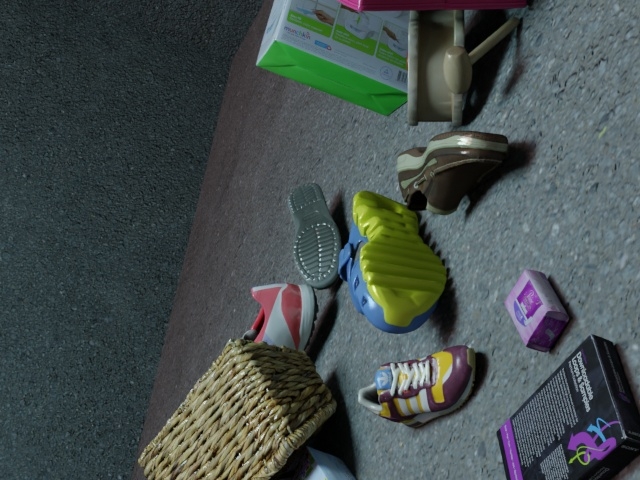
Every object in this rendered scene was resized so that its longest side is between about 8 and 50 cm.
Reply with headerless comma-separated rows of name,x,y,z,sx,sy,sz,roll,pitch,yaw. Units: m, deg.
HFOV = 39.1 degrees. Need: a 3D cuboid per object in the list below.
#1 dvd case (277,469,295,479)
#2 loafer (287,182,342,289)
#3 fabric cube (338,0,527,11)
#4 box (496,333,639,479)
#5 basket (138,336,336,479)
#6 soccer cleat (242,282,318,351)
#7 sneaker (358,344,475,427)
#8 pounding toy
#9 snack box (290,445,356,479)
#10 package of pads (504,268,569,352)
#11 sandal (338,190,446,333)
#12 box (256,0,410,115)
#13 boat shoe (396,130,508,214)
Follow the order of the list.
dvd case,-0.061,0.475,1.421,0.164,0.018,0.221,139,145,-60
loafer,0.000,0.000,1.661,0.094,0.087,0.251,-19,45,10
fabric cube,0.129,-0.465,1.220,0.254,0.259,0.258,-130,38,-58
box,0.221,0.179,0.815,0.116,0.029,0.162,-92,25,-48
basket,-0.098,0.336,1.385,0.299,0.213,0.223,-52,47,17
soccer cleat,-0.092,0.218,1.586,0.108,0.116,0.318,-115,35,-63
sneaker,0.112,0.172,1.074,0.185,0.084,0.069,128,155,-49
pounding toy,0.200,-0.250,1.286,0.269,0.155,0.154,-78,-13,-54
snack box,-0.016,0.412,1.231,0.207,0.070,0.174,-66,16,3
package of pads,0.221,0.071,0.927,0.083,0.032,0.050,-101,32,-60
sandal,0.088,0.050,1.250,0.317,0.126,0.138,-89,19,-67
box,0.050,-0.380,1.569,0.127,0.262,0.231,151,134,-67
boat shoe,0.172,-0.080,1.180,0.257,0.095,0.095,165,108,-78
